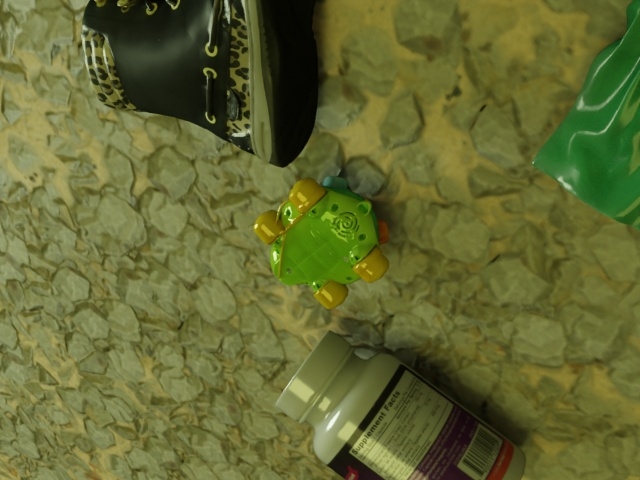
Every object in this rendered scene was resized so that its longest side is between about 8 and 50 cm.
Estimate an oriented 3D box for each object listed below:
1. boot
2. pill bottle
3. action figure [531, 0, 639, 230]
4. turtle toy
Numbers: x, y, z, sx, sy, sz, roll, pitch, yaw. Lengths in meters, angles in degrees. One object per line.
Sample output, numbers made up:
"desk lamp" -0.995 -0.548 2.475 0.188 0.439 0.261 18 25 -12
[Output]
"boot" -0.092 -0.175 0.619 0.179 0.085 0.236 17 128 24
"pill bottle" 0.062 0.163 0.735 0.193 0.108 0.108 36 132 6
"action figure" 0.217 -0.112 0.477 0.137 0.063 0.232 37 124 32
"turtle toy" 0.000 0.000 0.691 0.095 0.066 0.130 48 132 -5
